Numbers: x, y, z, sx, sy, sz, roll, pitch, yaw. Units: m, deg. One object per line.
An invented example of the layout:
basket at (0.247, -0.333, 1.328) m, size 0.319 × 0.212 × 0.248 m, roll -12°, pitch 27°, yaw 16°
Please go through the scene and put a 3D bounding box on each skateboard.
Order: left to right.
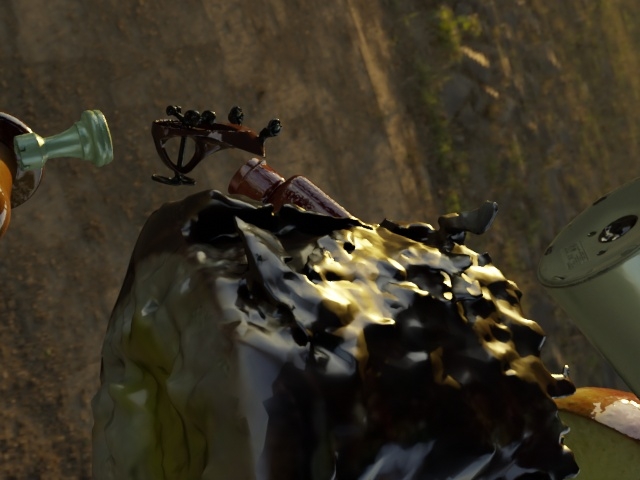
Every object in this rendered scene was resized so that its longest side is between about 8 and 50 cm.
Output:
skateboard at (-0.115, -0.096, 1.017) m, size 0.151 × 0.067 × 0.080 m, roll -4°, pitch 112°, yaw -50°

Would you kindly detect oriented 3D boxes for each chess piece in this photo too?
chess piece at (-0.298, -0.110, 1.150) m, size 0.103 × 0.067 × 0.067 m, roll -16°, pitch 92°, yaw -24°

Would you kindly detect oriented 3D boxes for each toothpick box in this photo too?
toothpick box at (-0.560, -0.096, 1.609) m, size 0.192 × 0.192 × 0.294 m, roll 60°, pitch 10°, yaw -26°

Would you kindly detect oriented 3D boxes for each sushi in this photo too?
sushi at (-0.004, 0.123, 0.730) m, size 0.294 × 0.281 × 0.299 m, roll 3°, pitch 57°, yaw -31°

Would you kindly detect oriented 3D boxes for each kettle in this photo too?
kettle at (0.433, 0.080, 1.099) m, size 0.265 × 0.205 × 0.318 m, roll -41°, pitch 99°, yaw -15°

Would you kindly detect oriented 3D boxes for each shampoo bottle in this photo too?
shampoo bottle at (0.000, 0.000, 1.210) m, size 0.260 × 0.102 × 0.064 m, roll 39°, pitch 25°, yaw 13°

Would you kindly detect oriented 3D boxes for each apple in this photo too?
apple at (0.420, 0.297, 1.298) m, size 0.179 × 0.346 × 0.254 m, roll -51°, pitch 151°, yaw -2°
